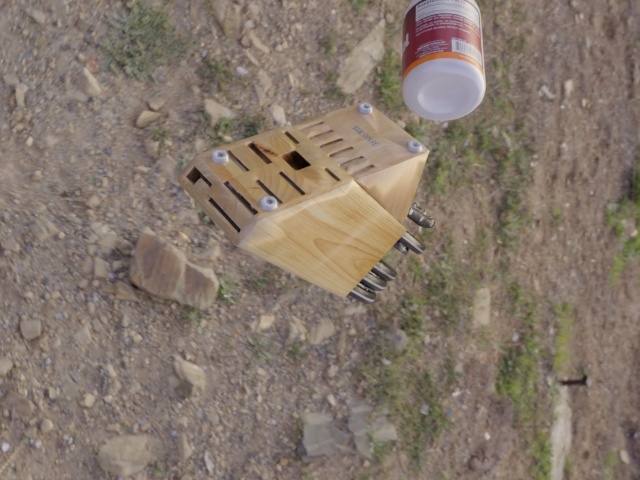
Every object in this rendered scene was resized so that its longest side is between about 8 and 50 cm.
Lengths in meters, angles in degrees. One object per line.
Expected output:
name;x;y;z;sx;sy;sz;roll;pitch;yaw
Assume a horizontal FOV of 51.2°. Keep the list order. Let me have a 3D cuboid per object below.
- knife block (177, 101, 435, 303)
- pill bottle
knife block;0.000;0.000;0.646;0.276;0.088;0.242;-25;145;-34
pill bottle;0.131;-0.211;0.718;0.086;0.086;0.152;24;54;-28
